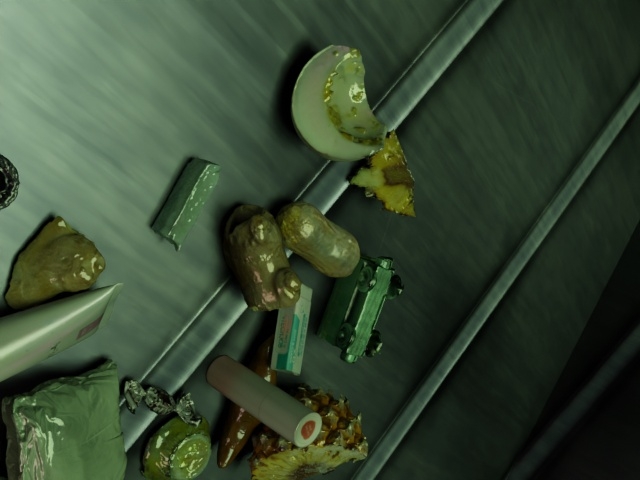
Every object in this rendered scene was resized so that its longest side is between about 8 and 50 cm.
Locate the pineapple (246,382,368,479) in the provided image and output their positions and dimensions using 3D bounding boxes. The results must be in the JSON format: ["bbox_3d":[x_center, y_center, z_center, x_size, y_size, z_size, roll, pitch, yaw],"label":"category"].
[{"bbox_3d":[-0.071,0.454,2.058,0.344,0.286,0.209,-21,134,13],"label":"pineapple"}]

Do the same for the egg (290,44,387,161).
[{"bbox_3d":[0.033,-0.303,1.872,0.206,0.162,0.271,-23,92,-1],"label":"egg"}]

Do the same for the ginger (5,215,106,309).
[{"bbox_3d":[-0.502,0.072,1.515,0.193,0.122,0.115,-53,154,-6],"label":"ginger"}]

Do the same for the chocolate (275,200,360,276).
[{"bbox_3d":[0.000,0.000,1.990,0.309,0.134,0.134,41,77,-47],"label":"chocolate"}]

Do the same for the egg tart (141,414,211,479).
[{"bbox_3d":[-0.334,0.507,1.905,0.197,0.078,0.197,-19,118,-41],"label":"egg tart"}]

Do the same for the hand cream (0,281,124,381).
[{"bbox_3d":[-0.549,0.186,1.507,0.358,0.118,0.185,-21,156,-39],"label":"hand cream"}]

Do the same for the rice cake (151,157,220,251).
[{"bbox_3d":[-0.289,-0.084,1.701,0.063,0.069,0.207,36,83,-50],"label":"rice cake"}]

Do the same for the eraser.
[{"bbox_3d":[-0.072,0.223,2.006,0.095,0.052,0.225,36,61,-63],"label":"eraser"}]

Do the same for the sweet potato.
[{"bbox_3d":[-0.171,0.406,2.006,0.112,0.112,0.359,16,95,-48],"label":"sweet potato"}]

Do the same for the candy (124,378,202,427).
[{"bbox_3d":[-0.360,0.375,1.818,0.051,0.094,0.226,-37,137,21],"label":"candy"}]

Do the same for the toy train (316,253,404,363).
[{"bbox_3d":[0.106,0.172,2.127,0.120,0.202,0.301,18,94,-25],"label":"toy train"}]

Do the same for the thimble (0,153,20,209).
[{"bbox_3d":[-0.582,-0.107,1.385,0.095,0.066,0.104,-51,139,-16],"label":"thimble"}]

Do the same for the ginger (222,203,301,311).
[{"bbox_3d":[-0.129,0.050,1.827,0.130,0.221,0.276,-26,133,-25],"label":"ginger"}]

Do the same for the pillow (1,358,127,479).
[{"bbox_3d":[-0.509,0.420,1.616,0.283,0.138,0.310,-20,113,-57],"label":"pillow"}]

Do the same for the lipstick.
[{"bbox_3d":[-0.139,0.373,1.859,0.087,0.326,0.087,-22,122,-39],"label":"lipstick"}]

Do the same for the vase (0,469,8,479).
[{"bbox_3d":[-0.634,0.505,1.604,0.060,0.060,0.211,-55,138,-13],"label":"vase"}]

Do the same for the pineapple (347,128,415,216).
[{"bbox_3d":[0.160,-0.176,2.121,0.164,0.140,0.250,-21,113,10],"label":"pineapple"}]
